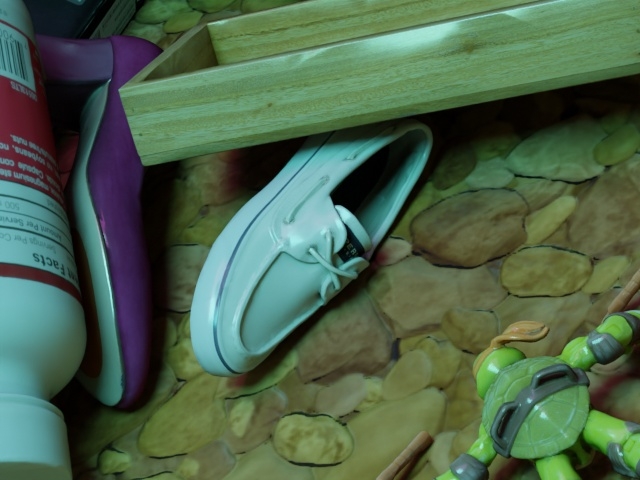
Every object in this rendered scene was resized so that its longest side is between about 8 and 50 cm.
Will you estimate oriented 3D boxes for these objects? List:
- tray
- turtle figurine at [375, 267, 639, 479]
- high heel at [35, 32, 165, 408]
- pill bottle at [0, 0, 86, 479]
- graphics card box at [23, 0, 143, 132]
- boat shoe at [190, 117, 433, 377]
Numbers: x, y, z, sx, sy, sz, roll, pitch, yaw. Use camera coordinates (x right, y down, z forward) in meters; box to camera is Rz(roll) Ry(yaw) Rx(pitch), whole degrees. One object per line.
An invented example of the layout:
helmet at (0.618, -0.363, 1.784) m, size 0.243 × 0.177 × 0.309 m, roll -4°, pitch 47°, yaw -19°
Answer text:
tray at (0.068, -0.154, 1.438) m, size 0.411 × 0.076 × 0.203 m, roll -10°, pitch 19°, yaw 19°
turtle figurine at (0.166, 0.116, 1.175) m, size 0.269 × 0.087 × 0.217 m, roll -38°, pitch 41°, yaw -7°
high heel at (-0.146, -0.026, 1.523) m, size 0.127 × 0.181 × 0.377 m, roll -45°, pitch 49°, yaw 44°
pill bottle at (-0.306, 0.007, 1.383) m, size 0.229 × 0.229 × 0.407 m, roll -19°, pitch 67°, yaw 15°
graphics card box at (-0.347, -0.179, 1.717) m, size 0.233 × 0.094 × 0.371 m, roll 21°, pitch 61°, yaw 12°
boat shoe at (0.000, 0.000, 1.396) m, size 0.088 × 0.096 × 0.267 m, roll 6°, pitch 45°, yaw 41°
